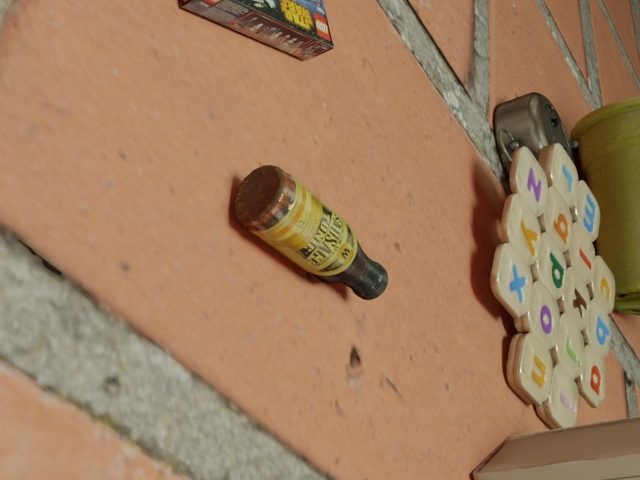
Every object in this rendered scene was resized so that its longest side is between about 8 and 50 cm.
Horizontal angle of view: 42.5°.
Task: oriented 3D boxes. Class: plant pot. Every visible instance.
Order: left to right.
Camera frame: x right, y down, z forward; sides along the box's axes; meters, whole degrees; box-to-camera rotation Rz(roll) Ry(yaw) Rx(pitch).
[{"bbox_3d":[0.489,-0.031,1.152,0.276,0.276,0.254,27,64,-51],"label":"plant pot"}]

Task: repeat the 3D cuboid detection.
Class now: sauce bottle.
[{"bbox_3d":[0.000,0.000,0.512,0.128,0.042,0.042,35,47,-44],"label":"sauce bottle"}]

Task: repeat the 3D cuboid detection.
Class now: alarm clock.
[{"bbox_3d":[0.247,-0.108,0.958,0.192,0.064,0.129,-8,82,-56],"label":"alarm clock"}]

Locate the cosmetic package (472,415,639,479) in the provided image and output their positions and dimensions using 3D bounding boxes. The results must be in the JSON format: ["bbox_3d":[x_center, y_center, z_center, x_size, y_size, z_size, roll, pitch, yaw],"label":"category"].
[{"bbox_3d":[0.248,0.306,0.646,0.113,0.160,0.310,-8,83,-60],"label":"cosmetic package"}]

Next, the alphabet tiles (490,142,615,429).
[{"bbox_3d":[0.248,0.046,0.864,0.278,0.021,0.284,42,53,-40],"label":"alphabet tiles"}]

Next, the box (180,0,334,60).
[{"bbox_3d":[-0.046,-0.181,0.545,0.137,0.027,0.094,7,68,-57],"label":"box"}]
